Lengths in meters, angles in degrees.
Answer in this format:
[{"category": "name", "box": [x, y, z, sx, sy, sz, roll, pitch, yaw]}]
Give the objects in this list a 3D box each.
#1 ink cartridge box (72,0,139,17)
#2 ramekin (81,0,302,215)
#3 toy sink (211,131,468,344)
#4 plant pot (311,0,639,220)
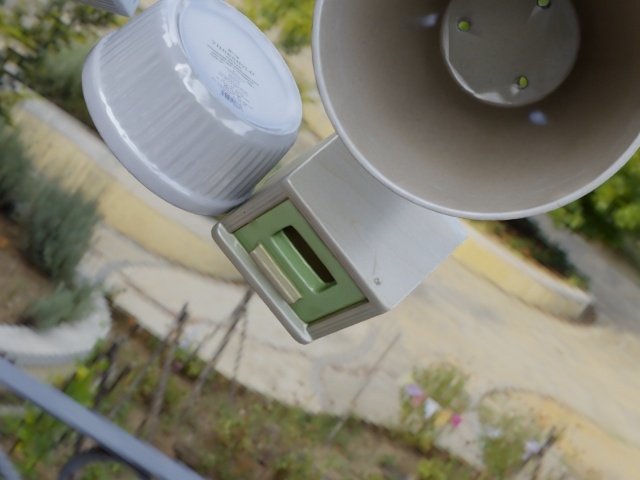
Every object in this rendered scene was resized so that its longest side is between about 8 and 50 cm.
[{"category": "ink cartridge box", "box": [-0.254, -0.304, 1.238, 0.153, 0.087, 0.208, 18, -12, 12]}, {"category": "ramekin", "box": [-0.111, -0.137, 1.259, 0.207, 0.109, 0.207, 37, 33, -29]}, {"category": "toy sink", "box": [0.000, 0.000, 1.279, 0.153, 0.131, 0.234, 52, -29, -7]}, {"category": "plant pot", "box": [0.142, -0.161, 1.059, 0.256, 0.256, 0.274, 37, 13, 3]}]
